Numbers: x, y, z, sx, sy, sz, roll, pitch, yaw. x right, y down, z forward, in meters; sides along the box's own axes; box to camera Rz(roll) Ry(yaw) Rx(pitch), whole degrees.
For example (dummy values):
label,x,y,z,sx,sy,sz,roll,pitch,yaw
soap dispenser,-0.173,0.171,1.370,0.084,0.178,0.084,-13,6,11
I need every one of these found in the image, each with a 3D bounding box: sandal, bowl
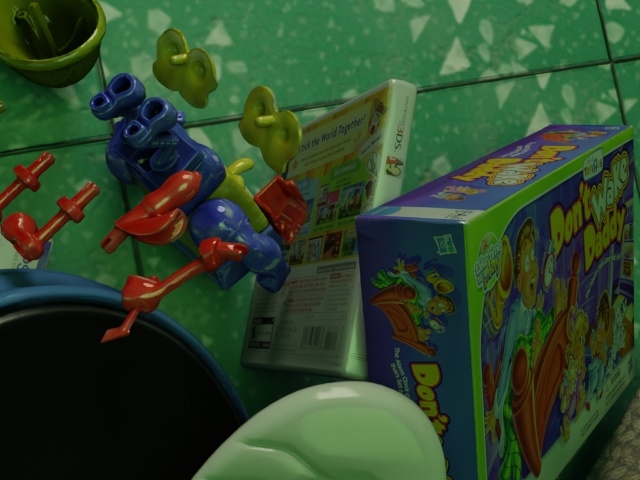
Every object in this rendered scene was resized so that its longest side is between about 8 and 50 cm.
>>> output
label,x,y,z,sx,sy,sz,roll,pitch,yaw
sandal,-0.055,0.273,0.672,0.169,0.102,0.416,22,95,-9
bowl,-0.189,0.214,0.694,0.391,0.077,0.391,2,87,-46

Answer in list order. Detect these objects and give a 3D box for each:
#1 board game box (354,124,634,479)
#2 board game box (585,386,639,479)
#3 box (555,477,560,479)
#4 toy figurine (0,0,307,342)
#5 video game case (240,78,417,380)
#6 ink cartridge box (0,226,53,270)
label,x,y,z,sx,sy,sz,roll,pitch,yaw
board game box,0.153,0.054,0.783,0.347,0.078,0.233,-26,116,-54
board game box,0.376,0.282,0.904,0.291,0.141,0.232,43,73,-22
box,0.096,0.302,0.790,0.203,0.167,0.168,-23,93,-42
toy figurine,-0.140,-0.035,0.797,0.362,0.217,0.191,36,78,33
video game case,0.000,0.000,0.788,0.026,0.227,0.206,13,81,-20
ink cartridge box,-0.379,0.036,0.744,0.333,0.065,0.165,16,80,-15
